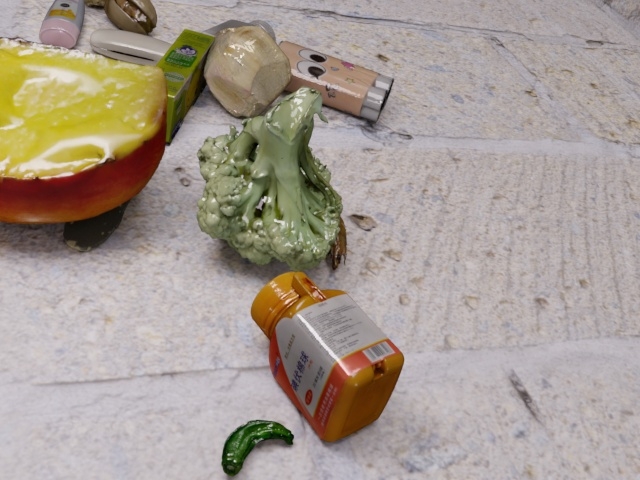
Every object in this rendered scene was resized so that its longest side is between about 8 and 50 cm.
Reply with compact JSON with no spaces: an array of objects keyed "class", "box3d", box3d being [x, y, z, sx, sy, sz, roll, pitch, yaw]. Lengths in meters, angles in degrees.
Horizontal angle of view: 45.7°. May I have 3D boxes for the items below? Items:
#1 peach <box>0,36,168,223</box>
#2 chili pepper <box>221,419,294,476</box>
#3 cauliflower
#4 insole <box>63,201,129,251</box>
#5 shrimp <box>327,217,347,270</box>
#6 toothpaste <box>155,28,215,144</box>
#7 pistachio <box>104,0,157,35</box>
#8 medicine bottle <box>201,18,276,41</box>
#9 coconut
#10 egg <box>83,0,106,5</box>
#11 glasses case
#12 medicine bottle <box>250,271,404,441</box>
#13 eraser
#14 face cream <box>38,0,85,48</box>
[{"class":"peach","box3d":[-0.448,-0.156,1.219,0.380,0.242,0.306,8,56,-16]},{"class":"chili pepper","box3d":[-0.091,0.268,1.001,0.118,0.035,0.055,-13,59,-47]},{"class":"cauliflower","box3d":[-0.100,-0.097,1.262,0.260,0.281,0.327,-38,53,-16]},{"class":"insole","box3d":[-0.372,-0.060,1.313,0.081,0.011,0.248,20,38,1]},{"class":"shrimp","box3d":[0.000,-0.006,1.367,0.095,0.045,0.162,7,40,-13]},{"class":"toothpaste","box3d":[-0.302,-0.331,1.599,0.077,0.110,0.327,14,37,-1]},{"class":"pistachio","box3d":[-0.455,-0.552,1.829,0.113,0.113,0.149,-27,70,-43]},{"class":"medicine bottle","box3d":[-0.192,-0.468,1.832,0.132,0.088,0.188,29,39,14]},{"class":"coconut","box3d":[-0.164,-0.375,1.644,0.194,0.194,0.194,11,38,-9]},{"class":"egg","box3d":[-0.548,-0.637,1.880,0.118,0.116,0.140,-28,24,-19]},{"class":"glasses case","box3d":[-0.422,-0.439,1.734,0.204,0.051,0.081,13,37,-7]},{"class":"medicine bottle","box3d":[0.000,0.153,1.080,0.112,0.149,0.222,-17,49,-36]},{"class":"eraser","box3d":[0.020,-0.382,1.811,0.290,0.087,0.171,21,39,5]},{"class":"face cream","box3d":[-0.591,-0.508,1.748,0.084,0.057,0.198,6,38,-14]}]
